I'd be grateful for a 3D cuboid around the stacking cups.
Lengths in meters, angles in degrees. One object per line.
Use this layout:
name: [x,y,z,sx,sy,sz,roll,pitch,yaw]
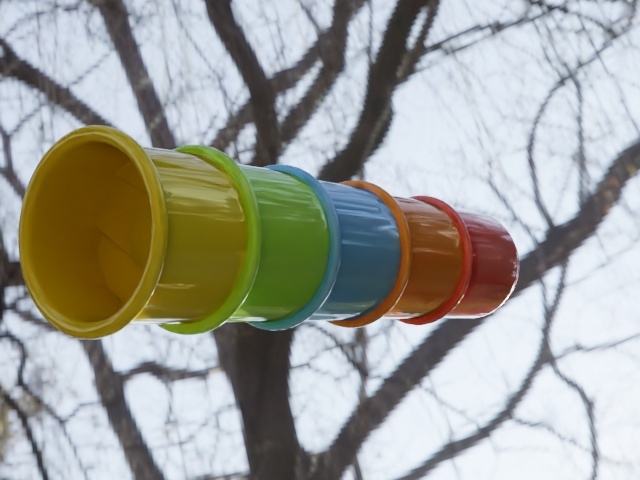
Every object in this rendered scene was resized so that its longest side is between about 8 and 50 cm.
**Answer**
stacking cups: [0.000,0.000,0.744,0.316,0.096,0.096,2,-40,-49]
